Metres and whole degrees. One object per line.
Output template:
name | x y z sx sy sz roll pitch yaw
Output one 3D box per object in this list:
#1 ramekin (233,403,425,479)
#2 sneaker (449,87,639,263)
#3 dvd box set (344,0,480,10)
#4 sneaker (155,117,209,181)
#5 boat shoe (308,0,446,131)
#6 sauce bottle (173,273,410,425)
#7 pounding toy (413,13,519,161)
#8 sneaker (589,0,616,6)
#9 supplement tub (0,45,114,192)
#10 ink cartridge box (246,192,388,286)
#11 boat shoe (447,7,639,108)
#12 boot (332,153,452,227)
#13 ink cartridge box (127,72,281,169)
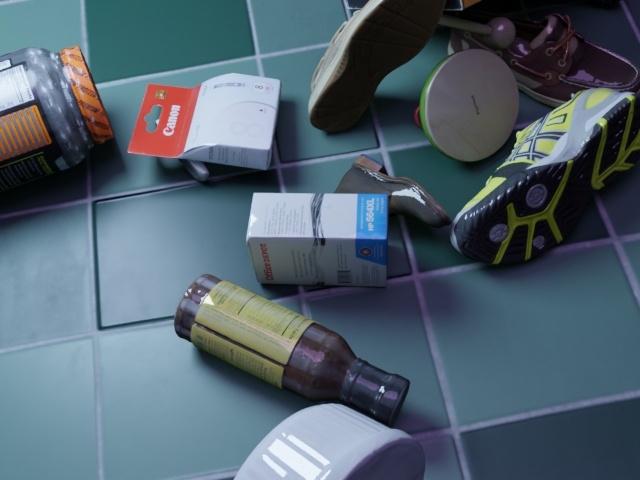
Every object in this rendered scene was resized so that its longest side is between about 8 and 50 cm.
ramekin | -0.003 0.326 1.083 0.127 0.273 0.273 31 66 33
sneaker | 0.350 -0.102 1.396 0.384 0.145 0.147 -36 33 -13
dvd box set | 0.284 -0.499 1.526 0.420 0.062 0.307 -31 29 -26
sneaker | -0.223 -0.164 1.496 0.061 0.054 0.152 -29 61 -16
boat shoe | 0.074 -0.323 1.423 0.121 0.341 0.110 15 48 -29
sauce bottle | -0.041 0.161 1.263 0.344 0.111 0.111 25 65 16
pounding toy | 0.227 -0.254 1.471 0.183 0.237 0.110 -2 12 -25
sneaker | 0.486 -0.484 1.607 0.276 0.098 0.135 -18 58 -8
supplement tub | -0.525 -0.187 1.440 0.338 0.207 0.207 -21 61 -9
ink cartridge box | 0.000 0.000 1.329 0.203 0.148 0.086 2 60 4
boat shoe | 0.384 -0.321 1.504 0.342 0.123 0.123 21 63 15
boot | 0.102 -0.048 1.384 0.106 0.082 0.219 -46 45 -9
ink cartridge box | -0.189 -0.210 1.479 0.232 0.066 0.189 10 47 -6
